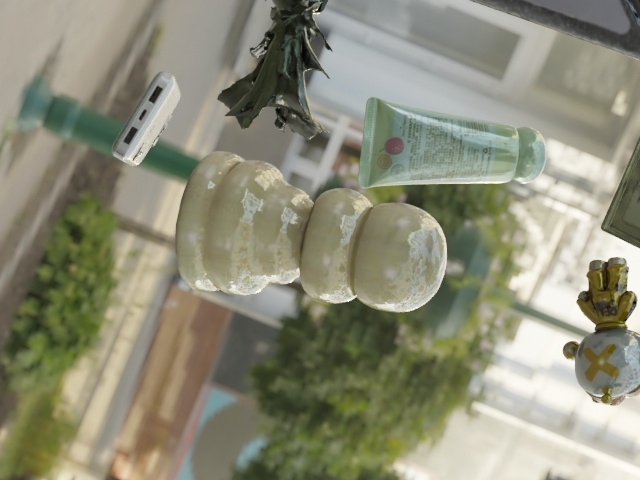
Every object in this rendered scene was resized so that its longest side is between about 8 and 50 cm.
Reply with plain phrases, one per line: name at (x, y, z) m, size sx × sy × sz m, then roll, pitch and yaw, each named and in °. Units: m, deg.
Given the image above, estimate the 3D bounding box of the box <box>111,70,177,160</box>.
box at (-0.256, -0.177, 2.431) m, size 0.142 × 0.044 × 0.285 m, roll -57°, pitch -177°, yaw -1°

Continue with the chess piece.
chess piece at (0.000, 0.000, 1.872) m, size 0.167 × 0.299 × 0.167 m, roll 10°, pitch 90°, yaw -70°

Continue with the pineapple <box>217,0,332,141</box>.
pineapple at (-0.029, -0.236, 1.550) m, size 0.119 × 0.130 × 0.277 m, roll 2°, pitch 99°, yaw -55°

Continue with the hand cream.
hand cream at (0.213, -0.146, 2.637) m, size 0.093 × 0.306 × 0.147 m, roll -144°, pitch -121°, yaw -70°

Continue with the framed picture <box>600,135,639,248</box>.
framed picture at (0.474, -0.078, 2.088) m, size 0.010 × 0.173 × 0.231 m, roll -26°, pitch 138°, yaw -58°

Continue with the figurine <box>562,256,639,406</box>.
figurine at (0.287, 0.089, 1.588) m, size 0.068 × 0.101 × 0.143 m, roll 27°, pitch 82°, yaw -56°

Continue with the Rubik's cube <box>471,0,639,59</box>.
Rubik's cube at (0.233, -0.275, 1.158) m, size 0.259 × 0.260 × 0.255 m, roll -10°, pitch 118°, yaw -45°
